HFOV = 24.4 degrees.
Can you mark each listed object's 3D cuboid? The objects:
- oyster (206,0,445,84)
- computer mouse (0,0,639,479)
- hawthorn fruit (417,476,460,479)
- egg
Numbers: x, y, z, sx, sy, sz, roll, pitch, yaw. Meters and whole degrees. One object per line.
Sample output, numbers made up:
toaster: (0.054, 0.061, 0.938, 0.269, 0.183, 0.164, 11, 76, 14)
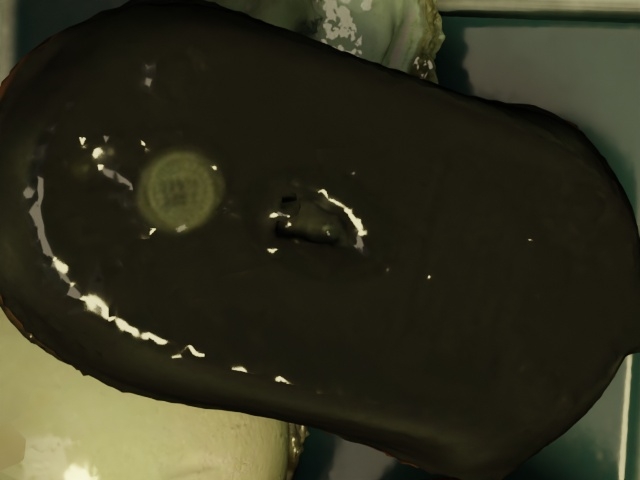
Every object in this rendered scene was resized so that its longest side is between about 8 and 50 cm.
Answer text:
oyster: (0.002, -0.130, 0.758, 0.199, 0.087, 0.252, -37, 104, -9)
computer mouse: (-0.002, 0.000, 0.684, 0.323, 0.116, 0.183, 17, 88, -16)
hawthorn fruit: (0.048, 0.240, 0.706, 0.205, 0.205, 0.253, 28, 91, 11)
egg: (-0.166, 0.104, 0.770, 0.286, 0.174, 0.264, -1, 89, 18)
